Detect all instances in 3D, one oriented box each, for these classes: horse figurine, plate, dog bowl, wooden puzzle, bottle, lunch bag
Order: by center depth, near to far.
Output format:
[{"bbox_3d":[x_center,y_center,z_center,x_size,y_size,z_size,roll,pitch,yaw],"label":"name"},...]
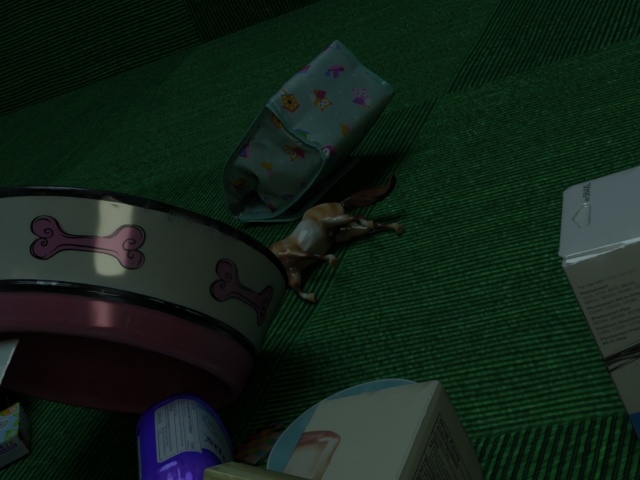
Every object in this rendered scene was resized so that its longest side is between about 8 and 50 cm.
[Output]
[{"bbox_3d":[-0.126,0.255,1.245,0.092,0.118,0.283,-26,20,0],"label":"bottle"},{"bbox_3d":[0.033,0.207,1.303,0.188,0.024,0.188,-22,21,9],"label":"plate"},{"bbox_3d":[-0.068,0.227,1.397,0.083,0.006,0.049,-39,24,-29],"label":"wooden puzzle"},{"bbox_3d":[-0.247,0.087,1.451,0.408,0.408,0.150,-9,63,37],"label":"dog bowl"},{"bbox_3d":[0.000,0.000,1.765,0.263,0.066,0.174,-40,31,-26],"label":"horse figurine"},{"bbox_3d":[-0.030,-0.150,2.009,0.223,0.160,0.262,-47,-4,-41],"label":"lunch bag"}]

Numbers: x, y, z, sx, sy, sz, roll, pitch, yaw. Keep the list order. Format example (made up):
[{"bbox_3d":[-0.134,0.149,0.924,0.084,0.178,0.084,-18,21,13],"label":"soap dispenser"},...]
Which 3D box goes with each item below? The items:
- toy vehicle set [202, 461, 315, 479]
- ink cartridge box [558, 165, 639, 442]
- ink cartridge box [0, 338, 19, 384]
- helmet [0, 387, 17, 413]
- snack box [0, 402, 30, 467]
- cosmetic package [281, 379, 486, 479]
[{"bbox_3d":[-0.014,0.291,0.821,0.166,0.266,0.035,9,3,29],"label":"toy vehicle set"},{"bbox_3d":[0.285,0.057,1.111,0.086,0.203,0.148,-18,23,20],"label":"ink cartridge box"},{"bbox_3d":[-0.441,0.306,1.316,0.308,0.091,0.385,-12,52,35],"label":"ink cartridge box"},{"bbox_3d":[-0.507,0.191,1.776,0.169,0.169,0.161,-26,37,0],"label":"helmet"},{"bbox_3d":[-0.455,0.280,1.679,0.141,0.037,0.100,-27,22,-3],"label":"snack box"},{"bbox_3d":[0.029,0.263,1.005,0.129,0.153,0.296,-13,24,29],"label":"cosmetic package"}]
